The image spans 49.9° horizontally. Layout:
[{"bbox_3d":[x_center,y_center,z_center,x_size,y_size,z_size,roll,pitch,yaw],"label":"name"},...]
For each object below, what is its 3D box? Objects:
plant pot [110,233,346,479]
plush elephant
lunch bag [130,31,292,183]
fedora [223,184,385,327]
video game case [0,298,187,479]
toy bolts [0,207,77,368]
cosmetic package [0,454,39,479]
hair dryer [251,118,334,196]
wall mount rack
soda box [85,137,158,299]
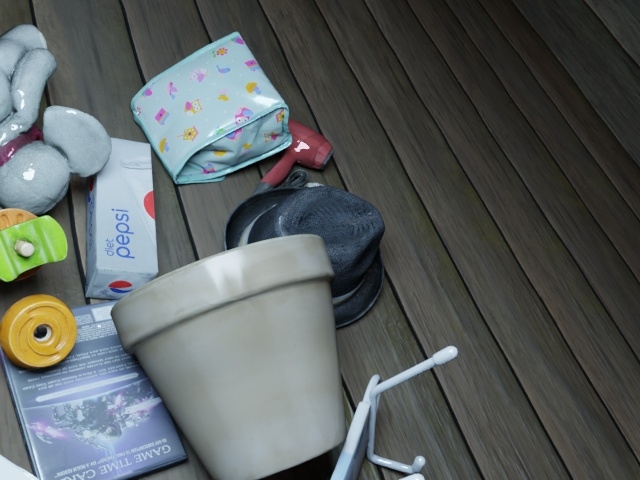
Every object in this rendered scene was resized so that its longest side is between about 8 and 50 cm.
[{"bbox_3d":[-0.100,0.180,0.974,0.323,0.323,0.280,-12,77,-38],"label":"plant pot"},{"bbox_3d":[-0.483,-0.150,1.065,0.272,0.255,0.330,-34,30,-7],"label":"plush elephant"},{"bbox_3d":[-0.218,-0.244,1.353,0.262,0.160,0.223,-29,67,-9],"label":"lunch bag"},{"bbox_3d":[0.000,0.000,1.248,0.334,0.152,0.334,14,56,-22],"label":"fedora"},{"bbox_3d":[-0.328,0.215,0.974,0.196,0.026,0.274,-9,58,-37],"label":"video game case"},{"bbox_3d":[-0.465,0.081,0.937,0.228,0.158,0.218,-22,106,-35],"label":"toy bolts"},{"bbox_3d":[-0.400,0.363,0.753,0.117,0.085,0.231,35,41,2],"label":"cosmetic package"},{"bbox_3d":[-0.065,-0.170,1.442,0.224,0.080,0.293,-5,55,-34],"label":"hair dryer"},{"bbox_3d":[0.088,0.308,0.944,0.130,0.304,0.350,12,41,14],"label":"wall mount rack"},{"bbox_3d":[-0.335,-0.041,1.149,0.098,0.091,0.286,8,49,-26],"label":"soda box"}]
